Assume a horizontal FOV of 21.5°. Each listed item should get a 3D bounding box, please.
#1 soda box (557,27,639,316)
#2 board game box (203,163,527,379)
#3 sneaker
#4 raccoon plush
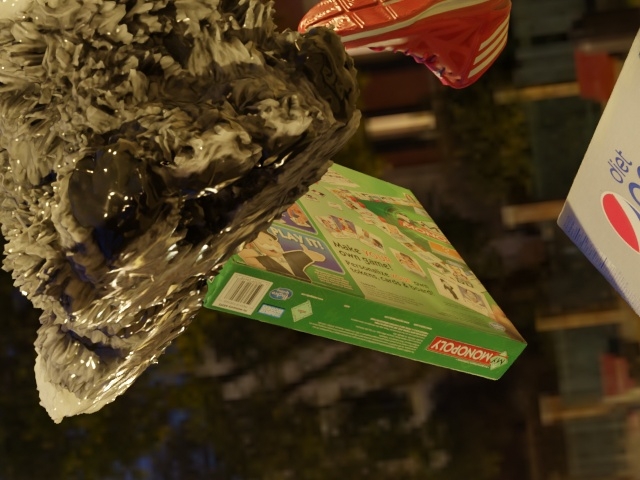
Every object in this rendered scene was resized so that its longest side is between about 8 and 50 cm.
[{"bbox_3d":[0.211,-0.054,0.913,0.091,0.098,0.286,49,167,14],"label":"soda box"},{"bbox_3d":[0.000,0.000,1.342,0.317,0.046,0.213,17,-153,-41],"label":"board game box"},{"bbox_3d":[0.092,-0.191,1.672,0.087,0.221,0.128,-115,12,-52],"label":"sneaker"},{"bbox_3d":[-0.185,-0.085,1.047,0.216,0.446,0.299,-27,-105,-47],"label":"raccoon plush"}]
